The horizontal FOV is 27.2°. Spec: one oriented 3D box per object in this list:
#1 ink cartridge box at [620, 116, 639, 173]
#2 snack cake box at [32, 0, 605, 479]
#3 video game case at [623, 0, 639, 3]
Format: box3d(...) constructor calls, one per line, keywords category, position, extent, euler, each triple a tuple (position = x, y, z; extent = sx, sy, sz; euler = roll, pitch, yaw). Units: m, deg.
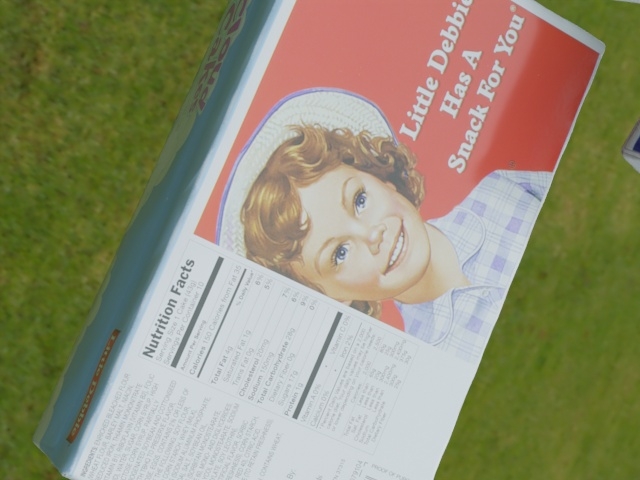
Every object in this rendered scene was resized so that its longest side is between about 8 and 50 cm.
box3d(category="ink cartridge box", position=(0.249, -0.079, 0.590), extent=(0.224, 0.045, 0.223), euler=(32, 88, -47))
box3d(category="snack cake box", position=(0.000, 0.000, 0.580), extent=(0.152, 0.089, 0.264), euler=(26, 82, -19))
box3d(category="video game case", position=(0.112, -0.250, 0.743), extent=(0.023, 0.193, 0.212), euler=(-125, -138, -82))
